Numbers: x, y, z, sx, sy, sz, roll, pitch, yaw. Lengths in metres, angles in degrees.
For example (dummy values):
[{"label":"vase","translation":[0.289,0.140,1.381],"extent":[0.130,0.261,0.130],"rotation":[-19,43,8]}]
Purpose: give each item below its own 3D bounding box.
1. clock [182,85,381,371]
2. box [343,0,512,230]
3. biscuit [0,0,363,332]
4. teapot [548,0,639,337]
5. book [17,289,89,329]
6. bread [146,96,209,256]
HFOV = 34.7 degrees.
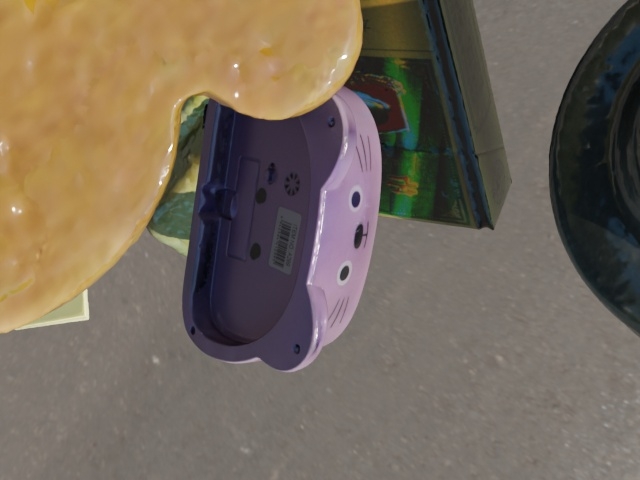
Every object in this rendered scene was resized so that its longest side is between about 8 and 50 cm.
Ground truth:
[{"label":"clock","translation":[-0.013,-0.010,0.511],"extent":[0.050,0.110,0.153],"rotation":[1,102,-42]},{"label":"box","translation":[0.040,-0.124,0.731],"extent":[0.071,0.159,0.240],"rotation":[-54,137,-38]},{"label":"biscuit","translation":[-0.115,-0.119,0.402],"extent":[0.275,0.052,0.355],"rotation":[33,92,-18]},{"label":"teapot","translation":[0.310,-0.043,0.559],"extent":[0.321,0.239,0.239],"rotation":[-34,58,21]},{"label":"book","translation":[-0.270,0.030,1.015],"extent":[0.077,0.014,0.111],"rotation":[-9,74,8]},{"label":"bread","translation":[-0.072,-0.185,1.192],"extent":[0.239,0.264,0.395],"rotation":[1,76,-39]}]
